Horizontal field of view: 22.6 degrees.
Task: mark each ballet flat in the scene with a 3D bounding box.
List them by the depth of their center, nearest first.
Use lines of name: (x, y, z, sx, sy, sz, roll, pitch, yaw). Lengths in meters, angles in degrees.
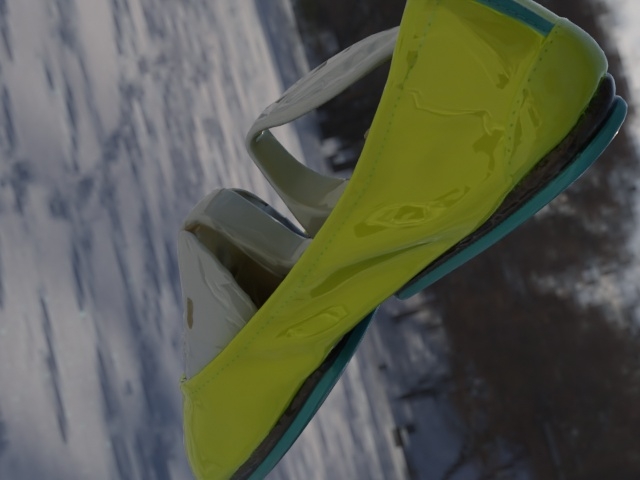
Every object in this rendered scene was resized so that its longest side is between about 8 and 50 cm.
ballet flat: (0.000, 0.000, 0.495, 0.077, 0.231, 0.077, 37, 44, -5)
